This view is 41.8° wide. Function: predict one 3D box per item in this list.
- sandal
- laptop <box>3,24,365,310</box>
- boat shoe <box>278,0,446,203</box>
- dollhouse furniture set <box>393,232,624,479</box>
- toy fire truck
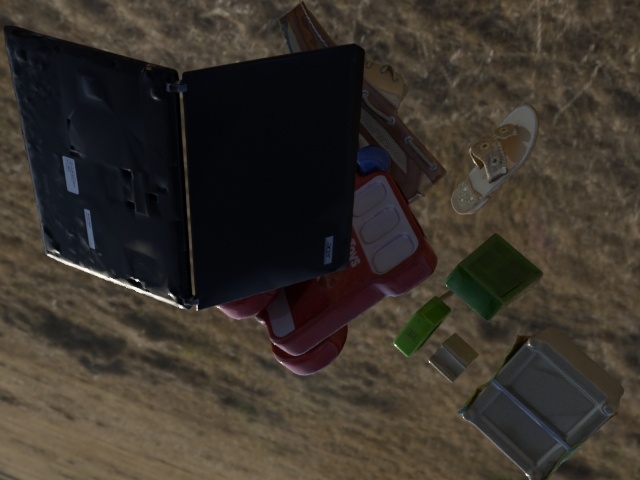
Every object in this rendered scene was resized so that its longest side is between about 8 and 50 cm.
[{"bbox_3d":[0.297,-0.140,1.506,0.079,0.088,0.240,-2,135,-42],"label":"sandal"},{"bbox_3d":[-0.115,-0.072,0.737,0.264,0.136,0.234,18,128,20],"label":"laptop"},{"bbox_3d":[0.063,-0.192,1.163,0.324,0.120,0.122,56,-172,-18],"label":"boat shoe"},{"bbox_3d":[0.292,0.173,1.245,0.301,0.151,0.197,43,124,15],"label":"dollhouse furniture set"},{"bbox_3d":[0.000,0.000,1.047,0.254,0.302,0.169,-34,127,12],"label":"toy fire truck"}]
